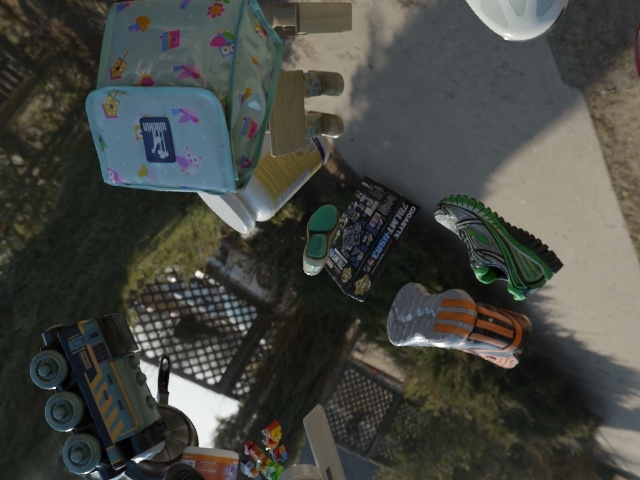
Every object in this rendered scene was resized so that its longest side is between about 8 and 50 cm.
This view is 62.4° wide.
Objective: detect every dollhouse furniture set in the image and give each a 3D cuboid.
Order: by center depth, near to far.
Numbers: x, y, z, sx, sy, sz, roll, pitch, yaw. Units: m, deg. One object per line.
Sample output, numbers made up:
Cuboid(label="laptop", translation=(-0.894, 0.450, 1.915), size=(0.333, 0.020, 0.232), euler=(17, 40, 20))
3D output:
Cuboid(label="dollhouse furniture set", translation=(-0.043, -0.261, 0.874), size=(0.161, 0.212, 0.242), euler=(23, 123, 43))

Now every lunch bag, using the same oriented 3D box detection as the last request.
Cuboid(label="lunch bag", translation=(-0.189, -0.192, 0.736), size=(0.223, 0.262, 0.160), euler=(5, 168, 17))

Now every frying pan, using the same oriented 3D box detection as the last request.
Cuboid(label="frying pan", translation=(-0.352, 0.415, 1.244), size=(0.197, 0.326, 0.053), euler=(28, 125, -4))

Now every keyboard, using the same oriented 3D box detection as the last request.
Cuboid(label="keyboard", translation=(0.020, 0.459, 1.046), size=(0.014, 0.256, 0.072), euler=(-16, -178, 34))

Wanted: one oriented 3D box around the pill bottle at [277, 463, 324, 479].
Cuboid(label="pill bottle", translation=(-0.016, 0.504, 0.905), size=(0.124, 0.124, 0.221), euler=(37, -168, -27))

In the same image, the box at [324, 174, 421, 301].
Cuboid(label="box", translation=(0.121, -0.018, 1.469), size=(0.073, 0.293, 0.295), euler=(26, -171, -21))

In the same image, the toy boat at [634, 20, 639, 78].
Cuboid(label="toy boat", translation=(0.426, -0.207, 0.518), size=(0.151, 0.231, 0.151), euler=(51, 178, 39))

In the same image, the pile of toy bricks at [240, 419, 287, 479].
Cuboid(label="pile of toy bricks", translation=(-0.109, 0.543, 1.245), size=(0.105, 0.118, 0.212), euler=(23, 125, 33))

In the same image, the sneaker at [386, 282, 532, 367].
Cuboid(label="sneaker", translation=(0.244, 0.161, 0.938), size=(0.180, 0.124, 0.321), euler=(22, 174, -13))

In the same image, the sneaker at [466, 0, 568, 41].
Cuboid(label="sneaker", translation=(0.159, -0.397, 0.562), size=(0.169, 0.257, 0.447), euler=(-10, 123, 32))

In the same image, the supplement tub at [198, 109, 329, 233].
Cuboid(label="supplement tub", translation=(-0.161, -0.205, 1.442), size=(0.241, 0.331, 0.241), euler=(39, 164, 14))

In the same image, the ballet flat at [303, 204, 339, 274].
Cuboid(label="ballet flat", translation=(0.000, 0.000, 1.420), size=(0.086, 0.248, 0.086), euler=(8, 129, 10))

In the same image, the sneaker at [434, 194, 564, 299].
Cuboid(label="sneaker", translation=(0.387, 0.007, 1.256), size=(0.134, 0.146, 0.343), euler=(38, -176, -45))

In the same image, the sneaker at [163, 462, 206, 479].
Cuboid(label="sneaker", translation=(-0.184, 0.426, 0.800), size=(0.082, 0.069, 0.209), euler=(-13, 110, 52))

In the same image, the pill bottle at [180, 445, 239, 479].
Cuboid(label="pill bottle", translation=(-0.243, 0.545, 1.089), size=(0.121, 0.216, 0.121), euler=(5, 156, 2))

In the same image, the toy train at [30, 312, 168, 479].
Cuboid(label="toy train", translation=(-0.438, 0.306, 1.063), size=(0.334, 0.190, 0.142), euler=(64, -177, 8))
